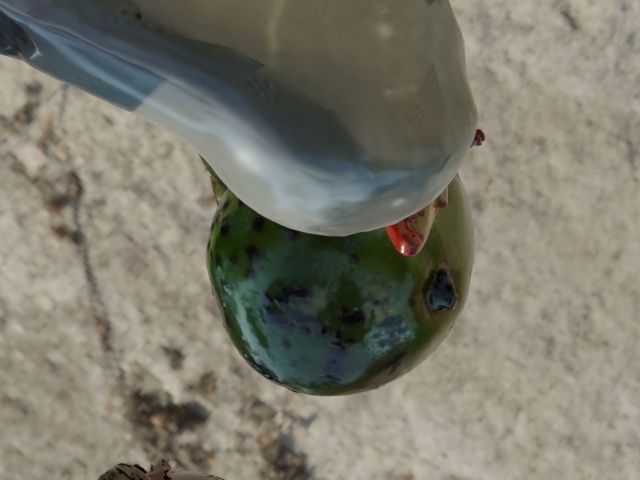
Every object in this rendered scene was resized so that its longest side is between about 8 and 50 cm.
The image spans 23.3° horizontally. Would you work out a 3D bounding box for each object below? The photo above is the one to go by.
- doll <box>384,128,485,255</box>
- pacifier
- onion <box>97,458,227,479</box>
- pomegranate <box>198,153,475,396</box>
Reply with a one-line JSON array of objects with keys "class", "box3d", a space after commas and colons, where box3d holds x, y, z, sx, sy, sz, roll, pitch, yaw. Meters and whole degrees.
[{"class": "doll", "box3d": [0.036, -0.043, 0.870, 0.109, 0.169, 0.057, 19, 116, 19]}, {"class": "pacifier", "box3d": [-0.094, -0.084, 0.471, 0.332, 0.273, 0.220, -32, 77, 64]}, {"class": "onion", "box3d": [-0.146, 0.260, 1.347, 0.184, 0.184, 0.147, -33, 91, 45]}, {"class": "pomegranate", "box3d": [0.000, 0.000, 1.146, 0.263, 0.211, 0.211, 28, 140, 40]}]
